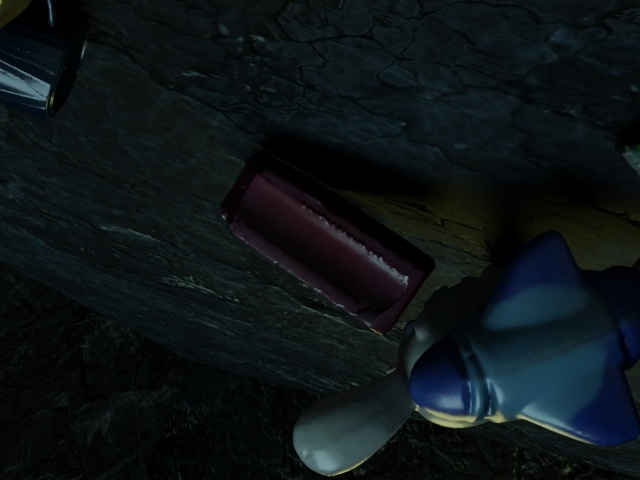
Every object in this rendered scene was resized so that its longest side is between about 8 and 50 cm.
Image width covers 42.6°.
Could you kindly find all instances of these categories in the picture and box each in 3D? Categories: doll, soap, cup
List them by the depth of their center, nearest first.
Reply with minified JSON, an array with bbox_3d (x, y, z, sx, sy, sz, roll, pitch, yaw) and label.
[{"bbox_3d":[-0.304,-0.194,0.779,0.138,0.113,0.150,21,164,-10],"label":"cup"},{"bbox_3d":[0.190,0.095,0.832,0.187,0.376,0.365,47,144,-15],"label":"doll"},{"bbox_3d":[0.000,0.000,0.933,0.250,0.099,0.162,34,-169,8],"label":"soap"}]

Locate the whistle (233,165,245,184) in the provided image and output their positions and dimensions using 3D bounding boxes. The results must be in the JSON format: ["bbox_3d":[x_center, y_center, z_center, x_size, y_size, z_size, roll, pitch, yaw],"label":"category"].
[{"bbox_3d":[-0.010,-0.015,1.077,0.126,0.067,0.258,-16,138,41],"label":"whistle"}]

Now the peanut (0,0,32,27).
[{"bbox_3d":[-0.211,-0.237,0.477,0.174,0.158,0.340,55,156,-13],"label":"peanut"}]

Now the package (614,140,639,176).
[{"bbox_3d":[0.292,-0.025,0.583,0.166,0.040,0.232,39,-174,1],"label":"package"}]
